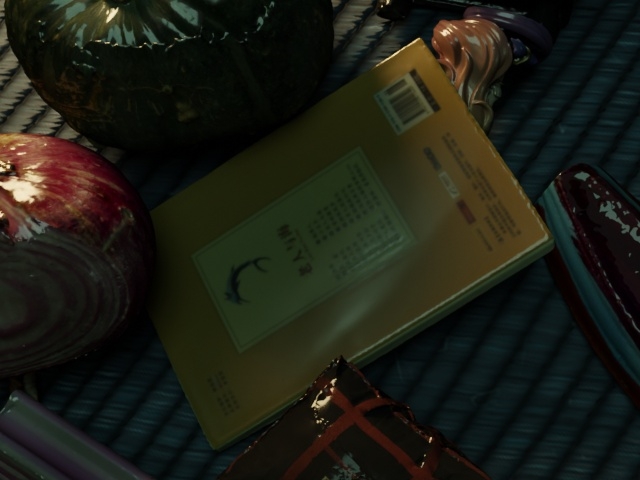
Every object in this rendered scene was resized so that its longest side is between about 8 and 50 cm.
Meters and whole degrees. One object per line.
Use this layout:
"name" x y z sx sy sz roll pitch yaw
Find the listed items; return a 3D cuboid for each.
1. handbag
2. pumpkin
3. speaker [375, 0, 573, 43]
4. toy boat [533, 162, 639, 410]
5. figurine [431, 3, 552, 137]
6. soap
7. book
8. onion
"handbag" 0.041 0.223 0.947 0.215 0.155 0.169 39 75 22
"pumpkin" -0.156 -0.229 1.109 0.328 0.257 0.291 -21 72 5
"speaker" 0.185 -0.371 1.155 0.232 0.184 0.254 11 71 10
"toy boat" 0.332 0.091 1.008 0.136 0.079 0.392 -28 64 -1
"figurine" 0.155 -0.174 1.117 0.157 0.114 0.126 -52 31 -6
"soap" -0.218 0.234 0.995 0.203 0.122 0.065 29 54 16
"book" 0.000 0.000 1.069 0.389 0.032 0.269 -31 66 9
"onion" -0.286 0.006 1.053 0.230 0.272 0.256 -25 63 -20
